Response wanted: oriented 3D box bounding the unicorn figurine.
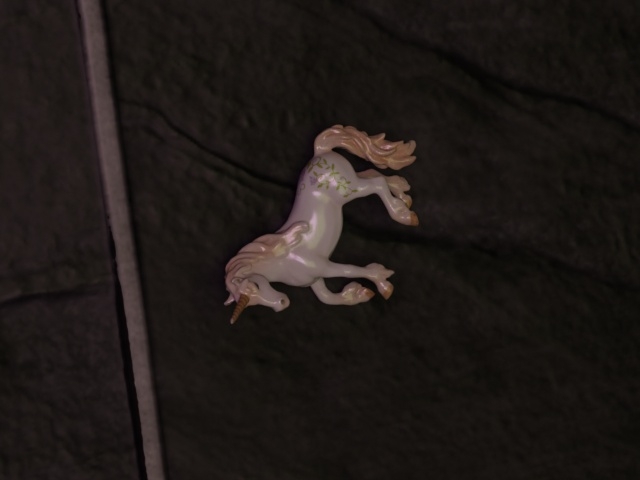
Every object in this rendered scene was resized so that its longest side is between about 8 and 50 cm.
[{"bbox_3d":[0.000,0.000,1.171,0.111,0.060,0.162,21,71,-20],"label":"unicorn figurine"}]
